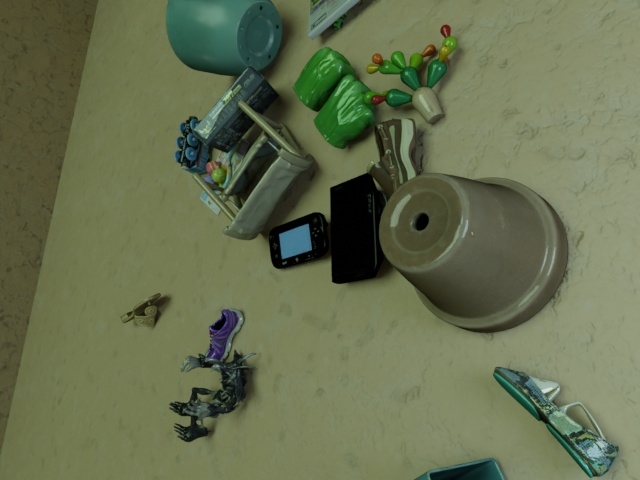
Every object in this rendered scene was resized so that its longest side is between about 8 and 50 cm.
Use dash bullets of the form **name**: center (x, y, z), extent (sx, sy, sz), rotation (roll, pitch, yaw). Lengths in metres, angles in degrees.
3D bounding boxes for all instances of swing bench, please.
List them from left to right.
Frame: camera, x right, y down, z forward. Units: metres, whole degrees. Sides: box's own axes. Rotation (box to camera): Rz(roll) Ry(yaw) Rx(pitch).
- **swing bench**: center (-0.163, -0.167, 1.246), extent (0.253, 0.165, 0.254), rotation (-50, 53, 18)

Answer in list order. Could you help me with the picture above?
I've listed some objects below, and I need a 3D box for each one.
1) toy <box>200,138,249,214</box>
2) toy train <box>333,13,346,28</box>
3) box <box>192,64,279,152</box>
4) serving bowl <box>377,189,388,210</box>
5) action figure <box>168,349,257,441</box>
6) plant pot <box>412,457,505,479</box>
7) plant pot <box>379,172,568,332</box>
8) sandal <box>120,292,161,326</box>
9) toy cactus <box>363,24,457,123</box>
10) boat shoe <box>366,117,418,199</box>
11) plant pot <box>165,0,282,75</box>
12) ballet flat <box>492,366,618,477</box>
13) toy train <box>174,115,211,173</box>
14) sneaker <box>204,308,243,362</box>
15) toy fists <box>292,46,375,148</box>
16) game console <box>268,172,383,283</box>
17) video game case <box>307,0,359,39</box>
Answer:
- **toy**: center (-0.308, -0.214, 1.475), extent (0.137, 0.056, 0.237), rotation (38, 102, 45)
- **toy train**: center (0.058, -0.597, 1.285), extent (0.024, 0.017, 0.083), rotation (22, 91, 36)
- **box**: center (-0.226, -0.350, 1.331), extent (0.059, 0.183, 0.232), rotation (43, 98, 2)
- **serving bowl**: center (0.115, -0.064, 1.026), extent (0.083, 0.027, 0.083), rotation (-17, 67, 45)
- **action figure**: center (-0.269, 0.362, 1.172), extent (0.275, 0.141, 0.164), rotation (-50, 36, 21)
- **plant pot**: center (0.158, 0.449, 0.712), extent (0.234, 0.166, 0.165), rotation (-45, 49, 34)
- **plant pot**: center (0.213, 0.001, 0.768), extent (0.263, 0.229, 0.263), rotation (-18, 63, 40)
- **sandal**: center (-0.558, 0.241, 1.559), extent (0.240, 0.088, 0.079), rotation (-30, 87, 42)
- **toy cactus**: center (0.195, -0.326, 0.996), extent (0.219, 0.112, 0.180), rotation (-28, 72, 10)
- **boat shoe**: center (0.137, -0.129, 0.961), extent (0.095, 0.095, 0.257), rotation (3, 59, 1)
- **plant pot**: center (-0.256, -0.615, 1.419), extent (0.235, 0.293, 0.293), rotation (28, 96, 30)
- **ballet flat**: center (0.333, 0.240, 0.694), extent (0.070, 0.070, 0.188), rotation (-54, 48, 16)
- **toy train**: center (-0.402, -0.304, 1.563), extent (0.080, 0.105, 0.184), rotation (-5, 72, 34)
- **sneaker**: center (-0.266, 0.247, 1.257), extent (0.068, 0.071, 0.169), rotation (32, 99, 46)
- **toy fists**: center (0.040, -0.348, 1.161), extent (0.142, 0.096, 0.279), rotation (-50, 48, 30)
- **game console**: center (0.000, 0.000, 1.085), extent (0.361, 0.044, 0.213), rotation (-18, 67, 46)
- **video game case**: center (0.050, -0.656, 1.289), extent (0.212, 0.023, 0.193), rotation (-27, 48, 35)
